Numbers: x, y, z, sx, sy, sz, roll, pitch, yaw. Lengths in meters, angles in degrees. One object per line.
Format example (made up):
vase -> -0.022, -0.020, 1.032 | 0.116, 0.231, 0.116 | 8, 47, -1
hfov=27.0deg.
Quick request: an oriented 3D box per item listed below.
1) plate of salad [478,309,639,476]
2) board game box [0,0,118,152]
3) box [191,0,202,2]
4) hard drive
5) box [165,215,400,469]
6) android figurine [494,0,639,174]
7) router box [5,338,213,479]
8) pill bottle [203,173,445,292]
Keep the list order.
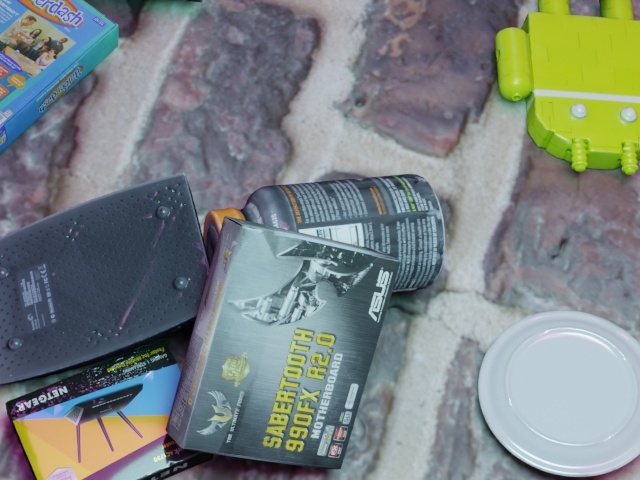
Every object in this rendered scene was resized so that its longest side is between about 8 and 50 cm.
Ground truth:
plate of salad -> 0.272, 0.168, 1.459 | 0.200, 0.048, 0.199 | -1, 58, 2
board game box -> -0.366, -0.221, 1.566 | 0.160, 0.047, 0.210 | 37, 65, 12
box -> -0.248, -0.390, 1.635 | 0.233, 0.059, 0.183 | 9, 51, -10
hard drive -> -0.234, 0.046, 1.400 | 0.255, 0.054, 0.172 | -20, 67, 9
box -> -0.037, 0.105, 1.343 | 0.183, 0.056, 0.231 | 13, 96, -28
android figurine -> 0.338, -0.199, 1.650 | 0.248, 0.056, 0.272 | 5, 61, -6
router box -> -0.216, 0.196, 1.377 | 0.179, 0.046, 0.133 | -22, 68, -18
pill bottle -> 0.000, 0.000, 1.443 | 0.246, 0.130, 0.130 | -5, 64, -19
